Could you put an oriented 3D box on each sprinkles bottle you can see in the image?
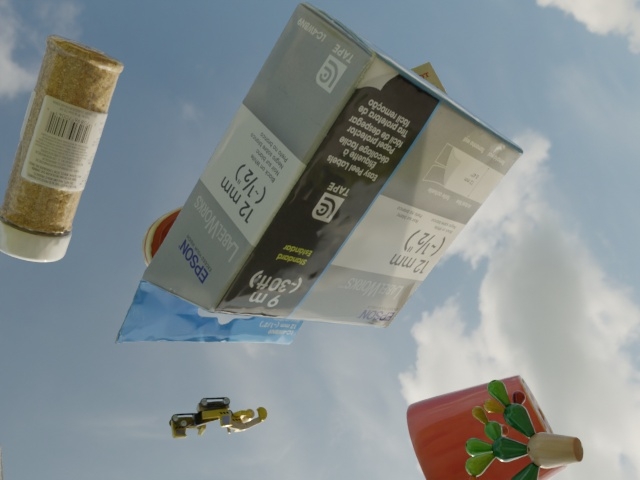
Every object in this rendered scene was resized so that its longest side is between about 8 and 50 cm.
[{"bbox_3d":[-0.433,-0.145,0.967,0.121,0.121,0.355,16,-77,-28],"label":"sprinkles bottle"}]

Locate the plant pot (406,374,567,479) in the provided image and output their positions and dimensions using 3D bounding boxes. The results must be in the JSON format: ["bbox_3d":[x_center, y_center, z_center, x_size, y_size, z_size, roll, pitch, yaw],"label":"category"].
[{"bbox_3d":[0.344,0.413,1.207,0.275,0.243,0.275,54,-165,-22],"label":"plant pot"}]

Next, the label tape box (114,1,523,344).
[{"bbox_3d":[0.000,0.000,0.559,0.249,0.348,0.115,13,-155,-48],"label":"label tape box"}]

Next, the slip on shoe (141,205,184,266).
[{"bbox_3d":[-0.105,-0.006,0.906,0.331,0.101,0.123,-4,-89,-30],"label":"slip on shoe"}]

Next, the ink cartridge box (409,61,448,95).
[{"bbox_3d":[0.131,-0.148,0.886,0.128,0.127,0.176,-25,-98,-17],"label":"ink cartridge box"}]

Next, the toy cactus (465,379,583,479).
[{"bbox_3d":[0.306,0.323,0.891,0.112,0.180,0.219,34,-126,-33],"label":"toy cactus"}]

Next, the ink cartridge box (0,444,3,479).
[{"bbox_3d":[-0.455,0.262,0.619,0.175,0.072,0.127,10,-162,6],"label":"ink cartridge box"}]

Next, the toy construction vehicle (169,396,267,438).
[{"bbox_3d":[-0.119,0.210,0.678,0.098,0.086,0.035,5,-123,-23],"label":"toy construction vehicle"}]
